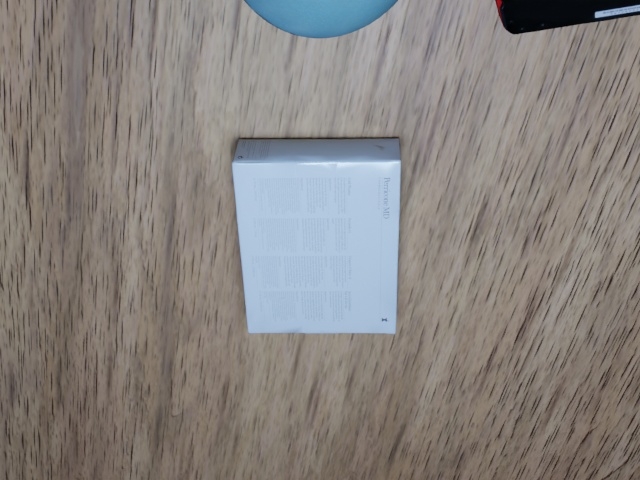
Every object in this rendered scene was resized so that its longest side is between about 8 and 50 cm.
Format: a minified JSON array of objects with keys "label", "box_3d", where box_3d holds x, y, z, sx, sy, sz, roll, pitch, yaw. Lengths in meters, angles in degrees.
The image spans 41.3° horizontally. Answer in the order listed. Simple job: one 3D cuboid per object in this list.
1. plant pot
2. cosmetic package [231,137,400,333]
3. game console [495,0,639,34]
[{"label":"plant pot","box_3d":[0.026,-0.421,1.126,0.290,0.195,0.290,-4,102,-17]},{"label":"cosmetic package","box_3d":[0.000,0.000,1.540,0.284,0.097,0.377,2,124,4]},{"label":"game console","box_3d":[0.417,-0.401,1.140,0.386,0.060,0.342,-4,165,19]}]
